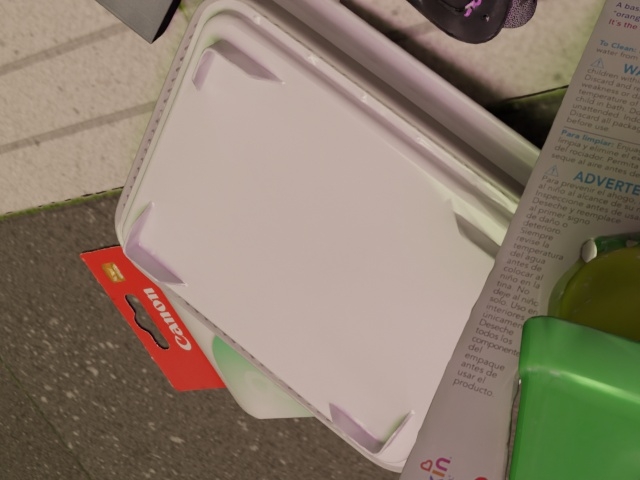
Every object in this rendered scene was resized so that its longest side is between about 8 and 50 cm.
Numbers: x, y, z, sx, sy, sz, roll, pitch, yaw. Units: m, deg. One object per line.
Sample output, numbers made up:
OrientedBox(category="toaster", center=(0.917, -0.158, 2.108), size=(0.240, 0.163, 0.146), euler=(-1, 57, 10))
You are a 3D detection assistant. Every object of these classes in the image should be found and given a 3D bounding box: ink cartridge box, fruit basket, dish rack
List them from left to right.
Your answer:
OrientedBox(category="ink cartridge box", center=(-0.108, 0.078, 0.968), size=(0.225, 0.056, 0.181), euler=(-12, 119, 37))
OrientedBox(category="dish rack", center=(0.000, 0.000, 0.755), size=(0.333, 0.072, 0.285), euler=(38, 127, 11))
OrientedBox(category="fruit basket", center=(0.236, 0.048, 0.508), size=(0.327, 0.353, 0.165), euler=(16, 150, 24))

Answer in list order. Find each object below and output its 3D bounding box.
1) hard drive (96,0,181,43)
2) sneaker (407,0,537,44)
OrientedBox(category="hard drive", center=(-0.151, -0.212, 0.763), size=(0.135, 0.022, 0.094), euler=(38, 138, -1))
OrientedBox(category="sneaker", center=(0.126, -0.181, 0.558), size=(0.269, 0.101, 0.153), euler=(13, 134, 31))
